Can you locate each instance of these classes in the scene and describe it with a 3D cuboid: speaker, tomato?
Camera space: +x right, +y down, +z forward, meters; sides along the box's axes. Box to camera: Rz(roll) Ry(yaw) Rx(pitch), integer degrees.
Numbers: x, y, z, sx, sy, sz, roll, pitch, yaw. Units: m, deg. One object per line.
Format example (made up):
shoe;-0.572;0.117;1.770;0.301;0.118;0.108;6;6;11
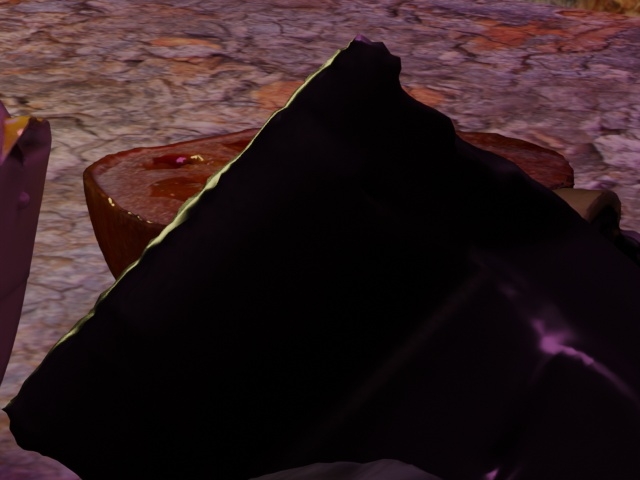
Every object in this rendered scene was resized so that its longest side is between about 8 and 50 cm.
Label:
speaker;0.112;0.136;0.540;0.388;0.180;0.184;42;1;12
tomato;0.003;0.012;1.296;0.338;0.143;0.338;0;15;0

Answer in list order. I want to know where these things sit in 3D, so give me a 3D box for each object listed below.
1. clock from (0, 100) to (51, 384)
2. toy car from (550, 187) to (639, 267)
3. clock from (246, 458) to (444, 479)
clock;-0.361;0.017;1.038;0.377;0.250;0.368;14;20;10
toy car;0.077;0.100;0.855;0.124;0.256;0.101;6;16;19
clock;0.019;0.209;0.396;0.067;0.325;0.325;-14;25;-35
